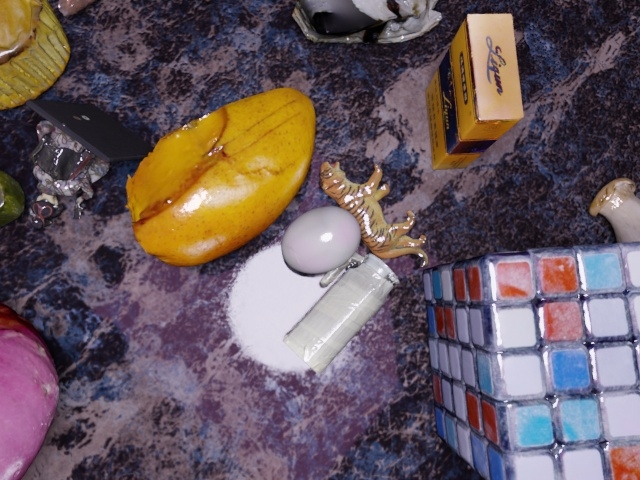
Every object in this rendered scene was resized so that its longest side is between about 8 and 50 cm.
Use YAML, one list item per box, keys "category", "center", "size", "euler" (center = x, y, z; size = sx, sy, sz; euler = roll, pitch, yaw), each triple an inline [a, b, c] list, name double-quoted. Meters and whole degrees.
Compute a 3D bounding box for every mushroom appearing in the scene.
- category: "mushroom"
  center: [0.541, -0.004, 0.826]
  size: [0.097, 0.088, 0.212]
  euler: [-36, 78, 25]

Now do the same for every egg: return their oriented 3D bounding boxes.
- category: "egg"
  center: [0.000, 0.000, 0.783]
  size: [0.135, 0.103, 0.103]
  euler: [-25, 84, 14]

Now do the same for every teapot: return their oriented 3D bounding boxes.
- category: "teapot"
  center: [0.027, 0.105, 0.792]
  size: [0.200, 0.077, 0.107]
  euler: [-46, 56, -8]

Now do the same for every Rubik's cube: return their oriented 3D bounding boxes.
- category: "Rubik's cube"
  center: [0.327, 0.161, 0.689]
  size: [0.287, 0.293, 0.291]
  euler: [-4, 84, -4]

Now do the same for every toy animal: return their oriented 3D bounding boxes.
- category: "toy animal"
  center: [0.092, -0.045, 0.826]
  size: [0.099, 0.057, 0.241]
  euler: [-34, 87, 0]

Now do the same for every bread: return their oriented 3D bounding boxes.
- category: "bread"
  center: [-0.548, -0.344, 0.785]
  size: [0.227, 0.142, 0.253]
  euler: [-39, 83, -6]

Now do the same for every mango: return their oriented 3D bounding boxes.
- category: "mango"
  center: [-0.141, -0.108, 0.765]
  size: [0.350, 0.201, 0.199]
  euler: [-41, 123, -15]

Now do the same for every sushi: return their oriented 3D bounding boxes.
- category: "sushi"
  center: [0.087, -0.398, 0.856]
  size: [0.273, 0.109, 0.134]
  euler: [-15, 79, -20]

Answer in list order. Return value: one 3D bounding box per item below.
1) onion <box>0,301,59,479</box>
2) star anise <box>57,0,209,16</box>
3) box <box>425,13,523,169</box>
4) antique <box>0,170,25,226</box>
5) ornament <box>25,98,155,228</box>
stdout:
- category: "onion"
  center: [-0.533, 0.247, 0.631]
  size: [0.358, 0.358, 0.344]
  euler: [21, 124, 0]
- category: "star anise"
  center: [-0.353, -0.527, 0.837]
  size: [0.292, 0.109, 0.349]
  euler: [-25, 85, -1]
- category: "box"
  center: [0.227, -0.215, 0.760]
  size: [0.070, 0.237, 0.152]
  euler: [-3, 83, 0]
- category: "antique"
  center: [-0.587, -0.044, 0.772]
  size: [0.221, 0.080, 0.081]
  euler: [-16, 85, -7]
- category: "ornament"
  center: [-0.403, -0.106, 0.795]
  size: [0.166, 0.153, 0.196]
  euler: [36, 106, 3]
